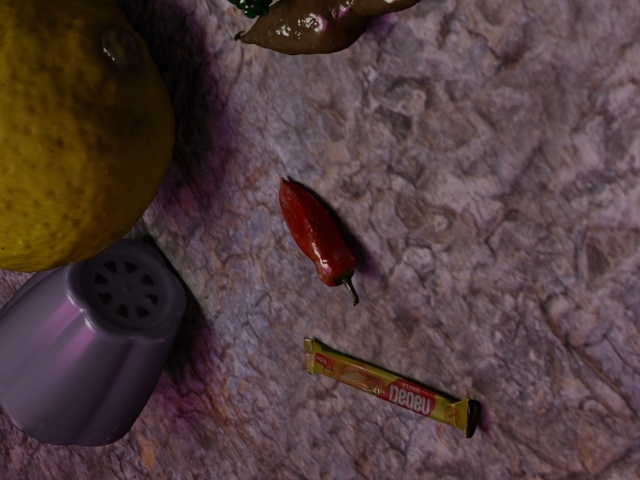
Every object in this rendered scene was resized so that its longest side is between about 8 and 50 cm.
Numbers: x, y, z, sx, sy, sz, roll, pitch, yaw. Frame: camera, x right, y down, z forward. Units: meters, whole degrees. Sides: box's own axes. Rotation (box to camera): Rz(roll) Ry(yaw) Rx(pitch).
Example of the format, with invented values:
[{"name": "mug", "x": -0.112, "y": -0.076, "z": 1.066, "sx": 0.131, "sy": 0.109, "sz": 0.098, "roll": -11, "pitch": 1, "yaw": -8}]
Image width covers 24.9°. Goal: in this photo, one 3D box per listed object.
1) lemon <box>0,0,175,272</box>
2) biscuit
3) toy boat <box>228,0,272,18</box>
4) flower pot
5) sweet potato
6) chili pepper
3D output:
[{"name": "lemon", "x": -0.345, "y": -0.141, "z": 1.774, "sx": 0.387, "sy": 0.350, "sz": 0.349, "roll": -26, "pitch": 94, "yaw": 38}, {"name": "biscuit", "x": 0.079, "y": 0.172, "z": 1.732, "sx": 0.292, "sy": 0.026, "sz": 0.048, "roll": 16, "pitch": 109, "yaw": 47}, {"name": "toy boat", "x": -0.102, "y": -0.295, "z": 1.530, "sx": 0.229, "sy": 0.088, "sz": 0.089, "roll": 39, "pitch": 136, "yaw": 41}, {"name": "flower pot", "x": -0.323, "y": 0.124, "z": 2.050, "sx": 0.265, "sy": 0.265, "sz": 0.243, "roll": 51, "pitch": 136, "yaw": 13}, {"name": "sweet potato", "x": 0.017, "y": -0.228, "z": 1.455, "sx": 0.269, "sy": 0.075, "sz": 0.074, "roll": -6, "pitch": 111, "yaw": 50}, {"name": "chili pepper", "x": 0.000, "y": 0.000, "z": 1.679, "sx": 0.191, "sy": 0.050, "sz": 0.059, "roll": 59, "pitch": 153, "yaw": 24}]
